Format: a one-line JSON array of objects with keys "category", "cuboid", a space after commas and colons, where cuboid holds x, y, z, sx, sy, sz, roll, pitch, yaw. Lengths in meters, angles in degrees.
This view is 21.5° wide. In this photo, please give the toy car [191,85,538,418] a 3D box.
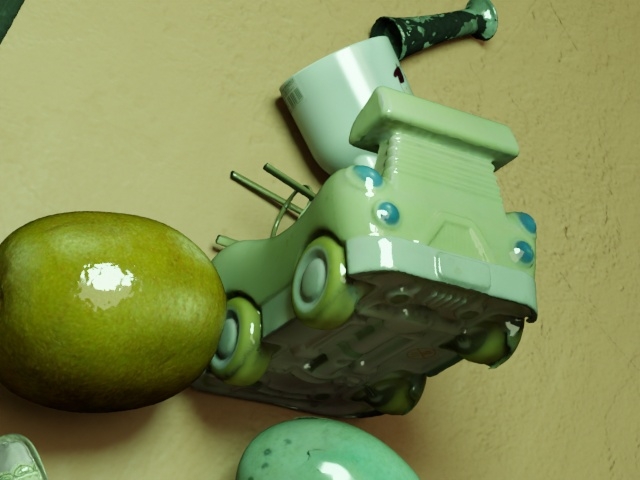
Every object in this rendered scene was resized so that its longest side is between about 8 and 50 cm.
[{"category": "toy car", "cuboid": [0.037, 0.028, 1.659, 0.242, 0.336, 0.226, 14, 61, -29]}]

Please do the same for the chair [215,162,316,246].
[{"category": "chair", "cuboid": [0.001, -0.001, 1.808, 0.221, 0.104, 0.095, 23, 82, -20]}]

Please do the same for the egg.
[{"category": "egg", "cuboid": [0.021, 0.273, 1.647, 0.236, 0.169, 0.169, 43, 52, -15]}]

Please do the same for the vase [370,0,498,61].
[{"category": "vase", "cuboid": [0.139, -0.254, 2.028, 0.167, 0.059, 0.059, -18, 81, -39]}]

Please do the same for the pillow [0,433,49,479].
[{"category": "pillow", "cuboid": [-0.262, 0.278, 1.465, 0.130, 0.038, 0.233, -32, 61, -12]}]

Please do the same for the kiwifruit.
[{"category": "kiwifruit", "cuboid": [-0.199, 0.067, 1.572, 0.234, 0.196, 0.196, 3, 69, -39]}]

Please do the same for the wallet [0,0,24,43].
[{"category": "wallet", "cuboid": [-0.376, -0.277, 1.697, 0.170, 0.044, 0.321, 33, 58, -18]}]

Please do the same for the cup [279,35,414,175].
[{"category": "cup", "cuboid": [0.043, -0.131, 1.883, 0.134, 0.173, 0.142, -25, 87, -7]}]
